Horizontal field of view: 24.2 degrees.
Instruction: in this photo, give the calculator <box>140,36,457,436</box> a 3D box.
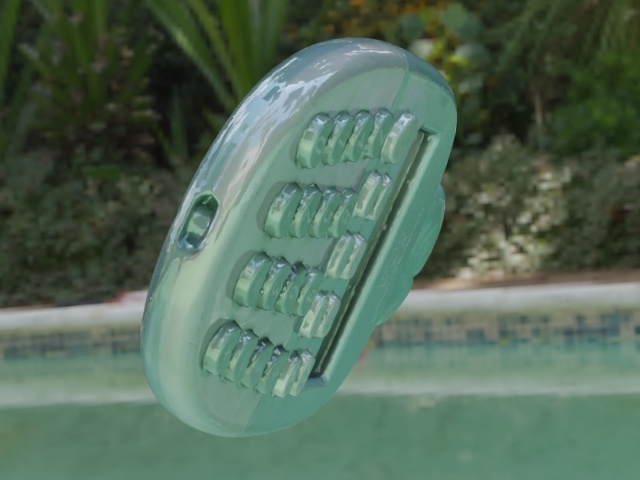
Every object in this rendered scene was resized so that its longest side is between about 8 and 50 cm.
[{"bbox_3d":[0.000,0.000,0.664,0.042,0.184,0.295,26,5,17],"label":"calculator"}]
